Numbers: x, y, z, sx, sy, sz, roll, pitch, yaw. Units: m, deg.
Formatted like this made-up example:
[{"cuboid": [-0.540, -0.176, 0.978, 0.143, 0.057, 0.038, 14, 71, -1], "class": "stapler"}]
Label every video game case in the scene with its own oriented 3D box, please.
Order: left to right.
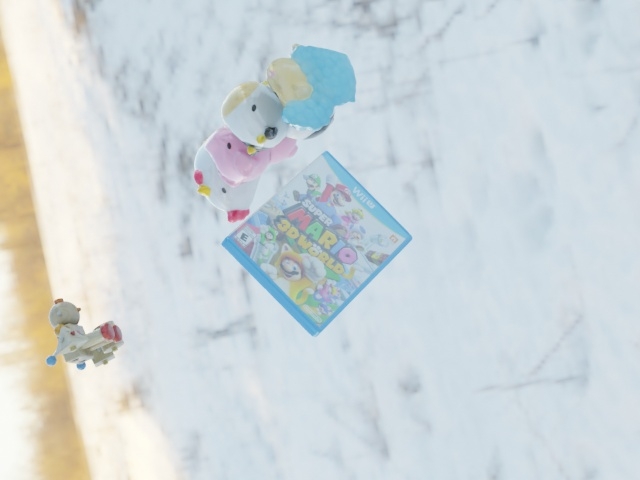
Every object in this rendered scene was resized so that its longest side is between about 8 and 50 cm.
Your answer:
[{"cuboid": [0.000, 0.000, 1.373, 0.119, 0.166, 0.015, 45, 137, 2], "class": "video game case"}]

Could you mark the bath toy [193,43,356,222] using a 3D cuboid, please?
[{"cuboid": [-0.081, -0.128, 1.961, 0.348, 0.151, 0.129, 139, 132, -58], "class": "bath toy"}]

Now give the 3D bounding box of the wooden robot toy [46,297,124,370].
[{"cuboid": [-0.278, 0.099, 1.745, 0.079, 0.076, 0.173, 62, -173, 12], "class": "wooden robot toy"}]
